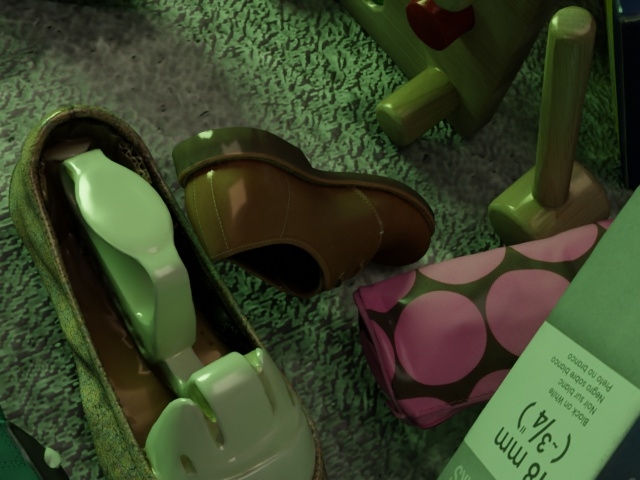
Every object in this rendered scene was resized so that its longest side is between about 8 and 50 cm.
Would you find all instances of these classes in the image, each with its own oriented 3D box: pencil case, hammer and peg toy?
[{"bbox_3d":[0.128,0.047,0.548,0.209,0.095,0.098,-15,70,5],"label":"pencil case"},{"bbox_3d":[0.081,-0.171,0.595,0.127,0.266,0.361,-37,78,-14],"label":"hammer and peg toy"}]

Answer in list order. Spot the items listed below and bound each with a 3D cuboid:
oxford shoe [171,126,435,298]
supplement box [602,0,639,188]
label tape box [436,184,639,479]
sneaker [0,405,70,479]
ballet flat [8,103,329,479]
[{"bbox_3d":[0.000,0.000,0.547,0.212,0.076,0.076,11,62,-51],"label":"oxford shoe"},{"bbox_3d":[0.309,-0.244,0.724,0.194,0.195,0.356,-6,57,16],"label":"supplement box"},{"bbox_3d":[0.168,0.174,0.464,0.241,0.106,0.333,32,94,-20],"label":"label tape box"},{"bbox_3d":[-0.100,0.177,0.424,0.121,0.108,0.302,-19,78,-30],"label":"sneaker"},{"bbox_3d":[-0.076,0.061,0.494,0.108,0.106,0.316,-26,74,-30],"label":"ballet flat"}]
